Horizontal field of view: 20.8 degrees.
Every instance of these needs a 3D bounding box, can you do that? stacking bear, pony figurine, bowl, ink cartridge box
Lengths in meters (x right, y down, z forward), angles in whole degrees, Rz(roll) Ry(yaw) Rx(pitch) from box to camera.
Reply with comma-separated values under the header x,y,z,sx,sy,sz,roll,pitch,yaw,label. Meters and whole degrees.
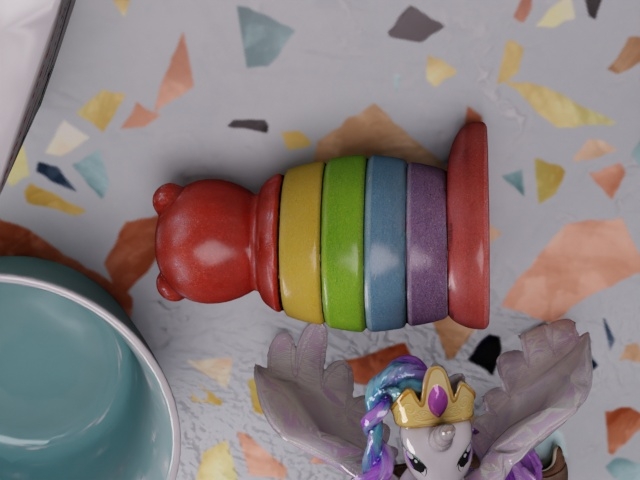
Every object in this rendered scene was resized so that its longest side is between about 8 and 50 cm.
x,y,z,sx,sy,sz,roll,pitch,yaw,label
0.000,0.000,1.502,0.289,0.164,0.175,0,114,5,stacking bear
0.106,0.218,1.480,0.303,0.351,0.363,-8,109,1,pony figurine
-0.273,0.137,1.551,0.312,0.163,0.311,0,115,0,bowl
-0.265,-0.160,1.348,0.122,0.289,0.211,19,113,-8,ink cartridge box

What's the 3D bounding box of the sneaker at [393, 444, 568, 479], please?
x,y,z,sx,sy,sz,roll,pitch,yaw,label
0.142,0.219,1.656,0.188,0.066,0.071,7,95,-7,sneaker
